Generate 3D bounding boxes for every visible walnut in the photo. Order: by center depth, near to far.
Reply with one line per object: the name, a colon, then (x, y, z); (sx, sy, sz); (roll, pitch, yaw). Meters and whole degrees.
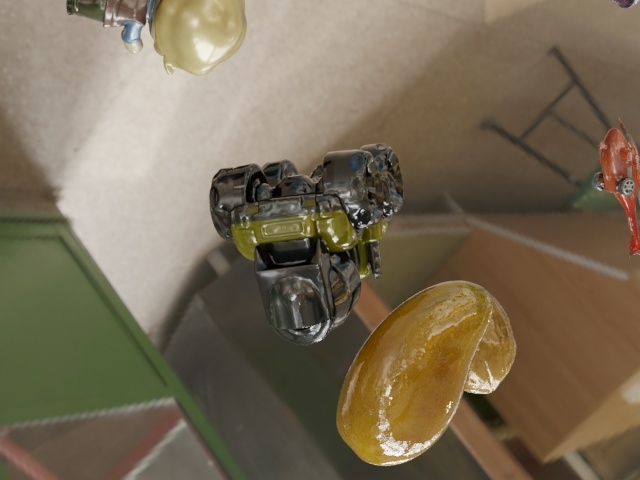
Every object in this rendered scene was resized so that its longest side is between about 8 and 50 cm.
walnut: (0.153, 0.098, 1.284); (0.091, 0.121, 0.052); (-20, 171, -1)

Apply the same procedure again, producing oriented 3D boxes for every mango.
mango: (0.082, 0.114, 1.093); (0.102, 0.085, 0.184); (28, 103, -22)

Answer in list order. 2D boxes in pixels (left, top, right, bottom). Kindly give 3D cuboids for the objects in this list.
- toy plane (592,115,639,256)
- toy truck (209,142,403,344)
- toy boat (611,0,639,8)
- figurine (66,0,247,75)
toy plane: (0.429, -0.067, 1.785); (0.077, 0.126, 0.194); (-21, 129, -23)
toy truck: (0.000, 0.000, 1.187); (0.147, 0.165, 0.224); (-8, -175, 17)
toy boat: (0.409, -0.361, 1.248); (0.392, 0.079, 0.136); (-39, -160, 37)
figurine: (-0.178, -0.249, 1.383); (0.108, 0.196, 0.114); (84, 17, -77)
